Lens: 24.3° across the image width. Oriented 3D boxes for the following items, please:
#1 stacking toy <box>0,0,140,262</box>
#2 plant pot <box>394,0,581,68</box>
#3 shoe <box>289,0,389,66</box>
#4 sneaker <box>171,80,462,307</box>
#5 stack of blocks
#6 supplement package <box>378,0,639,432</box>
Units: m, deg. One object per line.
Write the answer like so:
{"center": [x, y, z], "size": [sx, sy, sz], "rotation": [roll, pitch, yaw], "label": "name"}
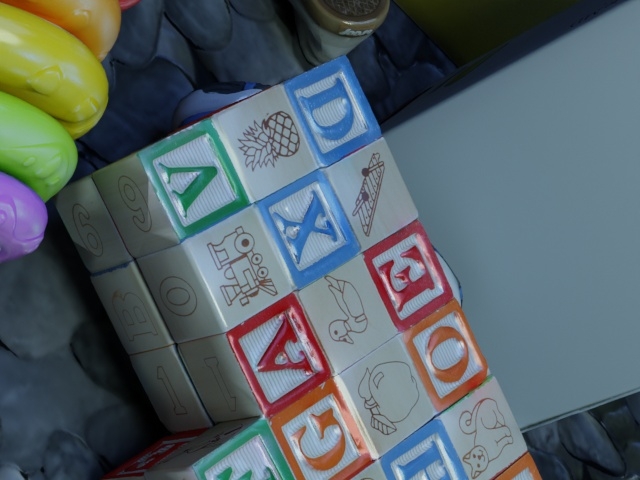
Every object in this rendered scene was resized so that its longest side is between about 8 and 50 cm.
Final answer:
{"center": [-0.157, -0.044, 0.615], "size": [0.175, 0.165, 0.302], "rotation": [29, 62, -53], "label": "stacking toy"}
{"center": [0.162, -0.247, 1.018], "size": [0.212, 0.187, 0.212], "rotation": [41, 45, -24], "label": "plant pot"}
{"center": [-0.008, -0.209, 0.924], "size": [0.076, 0.058, 0.219], "rotation": [-3, 65, -16], "label": "shoe"}
{"center": [0.000, 0.000, 0.797], "size": [0.211, 0.080, 0.081], "rotation": [44, 41, -21], "label": "sneaker"}
{"center": [-0.009, 0.086, 0.690], "size": [0.171, 0.087, 0.297], "rotation": [-30, 98, -37], "label": "stack of blocks"}
{"center": [0.176, -0.034, 0.862], "size": [0.204, 0.262, 0.145], "rotation": [57, 39, -7], "label": "supplement package"}
